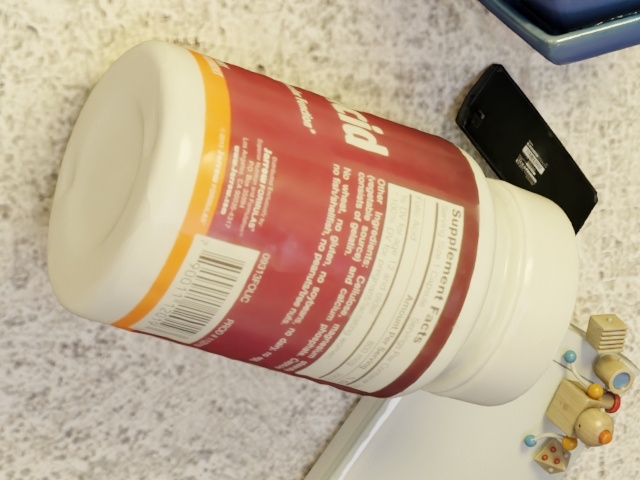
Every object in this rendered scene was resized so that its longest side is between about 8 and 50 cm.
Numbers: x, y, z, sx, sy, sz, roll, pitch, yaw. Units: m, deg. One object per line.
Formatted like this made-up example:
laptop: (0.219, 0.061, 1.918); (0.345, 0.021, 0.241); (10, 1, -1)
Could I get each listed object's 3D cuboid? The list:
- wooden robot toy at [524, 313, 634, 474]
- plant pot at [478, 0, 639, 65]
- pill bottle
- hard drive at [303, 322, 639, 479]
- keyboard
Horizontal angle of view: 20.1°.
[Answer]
wooden robot toy: (0.259, 0.160, 1.682); (0.076, 0.079, 0.173); (14, 108, -28)
plant pot: (0.218, -0.278, 1.422); (0.236, 0.236, 0.212); (-17, 126, -16)
pill bottle: (0.000, 0.000, 1.458); (0.392, 0.224, 0.224); (18, 106, -28)
hard drive: (0.120, 0.214, 1.723); (0.233, 0.047, 0.353); (30, 100, -32)
keyboard: (0.174, -0.064, 1.627); (0.192, 0.038, 0.100); (49, 67, -32)
